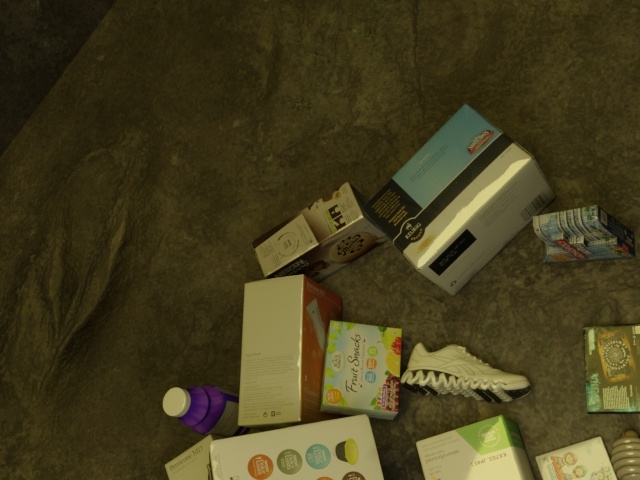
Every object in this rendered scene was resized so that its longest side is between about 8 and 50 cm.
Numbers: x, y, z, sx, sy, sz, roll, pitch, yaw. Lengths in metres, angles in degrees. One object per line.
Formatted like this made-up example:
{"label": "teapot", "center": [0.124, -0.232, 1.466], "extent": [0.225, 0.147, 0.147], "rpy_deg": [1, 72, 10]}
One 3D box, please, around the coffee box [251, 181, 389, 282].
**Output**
{"label": "coffee box", "center": [0.000, 0.000, 2.084], "extent": [0.297, 0.168, 0.118], "rpy_deg": [-31, 59, 14]}

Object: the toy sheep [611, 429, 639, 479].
{"label": "toy sheep", "center": [0.617, 0.435, 1.622], "extent": [0.091, 0.091, 0.132], "rpy_deg": [-14, 46, 24]}

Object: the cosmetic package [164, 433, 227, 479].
{"label": "cosmetic package", "center": [-0.253, 0.595, 2.000], "extent": [0.151, 0.151, 0.183], "rpy_deg": [-36, 58, 11]}

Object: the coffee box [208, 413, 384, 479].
{"label": "coffee box", "center": [-0.045, 0.589, 1.708], "extent": [0.335, 0.338, 0.337], "rpy_deg": [-7, 63, -12]}

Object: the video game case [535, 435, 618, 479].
{"label": "video game case", "center": [0.533, 0.497, 1.683], "extent": [0.143, 0.019, 0.157], "rpy_deg": [-24, 61, 19]}

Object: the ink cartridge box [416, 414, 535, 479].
{"label": "ink cartridge box", "center": [0.350, 0.564, 1.697], "extent": [0.207, 0.119, 0.353], "rpy_deg": [-24, 62, 19]}

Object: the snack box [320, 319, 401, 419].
{"label": "snack box", "center": [0.094, 0.300, 1.910], "extent": [0.175, 0.070, 0.207], "rpy_deg": [8, 60, -2]}

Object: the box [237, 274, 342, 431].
{"label": "box", "center": [-0.067, 0.282, 1.983], "extent": [0.168, 0.215, 0.345], "rpy_deg": [-10, 67, 25]}

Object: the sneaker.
{"label": "sneaker", "center": [0.323, 0.290, 1.836], "extent": [0.292, 0.110, 0.118], "rpy_deg": [3, 63, 29]}

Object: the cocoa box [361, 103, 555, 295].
{"label": "cocoa box", "center": [0.319, -0.090, 1.903], "extent": [0.347, 0.231, 0.228], "rpy_deg": [-45, 56, 6]}

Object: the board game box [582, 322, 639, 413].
{"label": "board game box", "center": [0.616, 0.268, 1.722], "extent": [0.126, 0.026, 0.186], "rpy_deg": [-6, 68, 27]}

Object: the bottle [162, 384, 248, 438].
{"label": "bottle", "center": [-0.270, 0.412, 2.003], "extent": [0.092, 0.283, 0.118], "rpy_deg": [33, 90, 34]}

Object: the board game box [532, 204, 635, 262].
{"label": "board game box", "center": [0.550, -0.004, 1.793], "extent": [0.194, 0.194, 0.060], "rpy_deg": [-13, 64, 40]}
